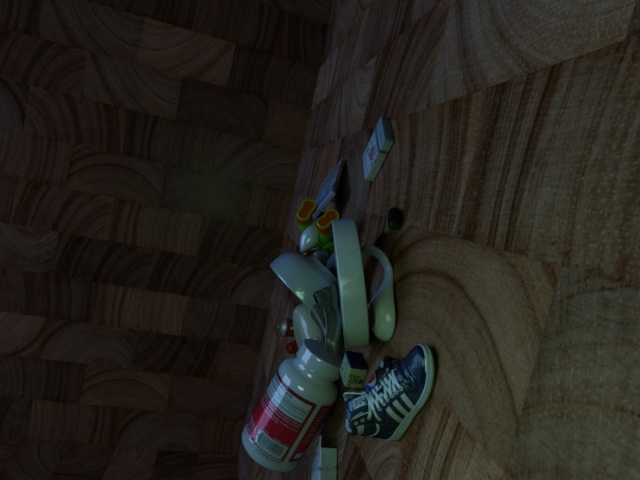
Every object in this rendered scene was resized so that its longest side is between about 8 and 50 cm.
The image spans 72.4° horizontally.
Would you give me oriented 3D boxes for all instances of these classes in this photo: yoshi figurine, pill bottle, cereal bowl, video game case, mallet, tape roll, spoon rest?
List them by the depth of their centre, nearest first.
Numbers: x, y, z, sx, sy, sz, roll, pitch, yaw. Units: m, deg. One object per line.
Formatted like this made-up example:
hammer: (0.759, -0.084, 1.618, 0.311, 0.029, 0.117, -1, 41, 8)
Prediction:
spoon rest: (0.173, 0.148, 1.255, 0.137, 0.084, 0.277, 129, 137, -67)
tape roll: (0.088, 0.125, 1.315, 0.392, 0.071, 0.393, -6, -90, -88)
mallet: (0.201, -0.023, 1.340, 0.190, 0.039, 0.063, 112, 167, -54)
pill bottle: (-0.083, 0.559, 1.513, 0.408, 0.228, 0.229, -60, 15, 5)
cereal bowl: (-0.021, 0.159, 1.603, 0.141, 0.339, 0.339, -46, 13, -4)
yoshi figurine: (0.008, -0.023, 1.754, 0.362, 0.202, 0.204, 89, 170, -56)
video game case: (0.033, -0.235, 2.016, 0.204, 0.025, 0.285, -48, 16, 39)

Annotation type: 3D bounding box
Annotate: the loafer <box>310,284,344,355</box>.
loafer: (0.017, 0.227, 1.246, 0.251, 0.087, 0.095, -94, -3, -59)

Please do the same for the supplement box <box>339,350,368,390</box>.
supplement box: (0.101, 0.402, 1.352, 0.083, 0.056, 0.083, -114, 37, -69)

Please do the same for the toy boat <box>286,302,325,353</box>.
toy boat: (-0.037, 0.392, 1.769, 0.318, 0.148, 0.268, 126, 130, -60)

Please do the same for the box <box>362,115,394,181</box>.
box: (0.204, -0.330, 1.574, 0.186, 0.038, 0.145, 113, 163, -47)

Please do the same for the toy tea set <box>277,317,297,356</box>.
toy tea set: (-0.136, 0.426, 2.211, 0.200, 0.124, 0.336, -94, 20, -50)

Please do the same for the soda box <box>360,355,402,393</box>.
soda box: (0.154, 0.370, 1.096, 0.053, 0.060, 0.169, -98, 30, -59)

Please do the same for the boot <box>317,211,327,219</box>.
boot: (0.005, 0.025, 2.018, 0.264, 0.096, 0.281, 139, 139, -65)

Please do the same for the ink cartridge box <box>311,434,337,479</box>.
ink cartridge box: (0.012, 0.746, 1.438, 0.104, 0.060, 0.180, 119, 158, -55)

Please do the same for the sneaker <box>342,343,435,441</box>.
sneaker: (0.145, 0.346, 0.989, 0.099, 0.153, 0.283, -103, 28, -60)

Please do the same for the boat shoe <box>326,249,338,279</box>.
boat shoe: (0.079, 0.079, 1.674, 0.081, 0.079, 0.228, -90, 19, -55)
